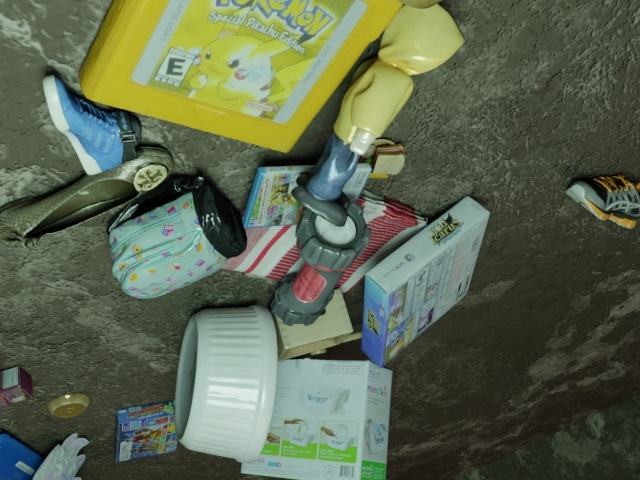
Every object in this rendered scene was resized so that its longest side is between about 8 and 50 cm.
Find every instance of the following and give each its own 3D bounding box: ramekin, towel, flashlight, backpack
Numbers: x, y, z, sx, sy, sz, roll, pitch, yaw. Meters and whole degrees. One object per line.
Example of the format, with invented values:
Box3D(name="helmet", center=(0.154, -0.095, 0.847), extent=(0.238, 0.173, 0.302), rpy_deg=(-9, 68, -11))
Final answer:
Box3D(name="ramekin", center=(-0.170, 0.239, 1.221), extent=(0.127, 0.272, 0.273), rpy_deg=(8, 138, -17))
Box3D(name="towel", center=(0.000, 0.000, 1.168), extent=(0.329, 0.037, 0.237), rpy_deg=(16, 133, -42))
Box3D(name="flashlight", center=(-0.014, 0.047, 1.097), extent=(0.103, 0.103, 0.304), rpy_deg=(-46, 173, -32))
Box3D(name="backpack", center=(-0.206, 0.003, 0.991), extent=(0.182, 0.115, 0.152), rpy_deg=(-22, 149, 6))

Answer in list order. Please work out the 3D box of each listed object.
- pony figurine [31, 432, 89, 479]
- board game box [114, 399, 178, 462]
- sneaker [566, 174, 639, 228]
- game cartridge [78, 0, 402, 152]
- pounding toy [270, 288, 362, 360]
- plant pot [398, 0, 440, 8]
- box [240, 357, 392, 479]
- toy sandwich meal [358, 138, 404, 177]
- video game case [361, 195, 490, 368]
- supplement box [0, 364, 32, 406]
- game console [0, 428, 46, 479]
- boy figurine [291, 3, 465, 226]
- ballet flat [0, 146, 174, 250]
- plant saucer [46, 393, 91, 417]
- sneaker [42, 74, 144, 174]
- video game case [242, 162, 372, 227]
Box3D(name="pony figurine", center=(-0.531, 0.621, 1.430), extent=(0.351, 0.364, 0.302), rpy_deg=(-49, 156, -48))
Box3D(name="board game box", center=(-0.376, 0.417, 1.548), extent=(0.136, 0.035, 0.201), rpy_deg=(-5, 143, -23))
Box3D(name="sneaker", center=(0.530, -0.085, 1.304), extent=(0.215, 0.084, 0.083), rpy_deg=(9, 123, -41))
Box3D(name="game cartridge", center=(-0.066, -0.248, 0.772), extent=(0.285, 0.052, 0.323), rpy_deg=(10, 136, -38))
Box3D(name="pounding toy", center=(-0.005, 0.157, 1.342), extent=(0.181, 0.094, 0.206), rpy_deg=(-13, 164, -14))
Box3D(name="plant pot", center=(0.128, -0.335, 0.600), extent=(0.237, 0.237, 0.254), rpy_deg=(9, 140, -37))
Box3D(name="box", center=(-0.008, 0.354, 1.399), extent=(0.262, 0.231, 0.127), rpy_deg=(-5, 158, 29))
Box3D(name="toy sandwich meal", center=(0.084, -0.116, 1.054), extent=(0.086, 0.029, 0.085), rpy_deg=(-14, 146, -10))
Box3D(name="video game case", center=(0.180, 0.079, 1.273), extent=(0.244, 0.061, 0.269), rpy_deg=(-37, 151, -23))
Box3D(name="supplement box", center=(-0.547, 0.255, 1.223), extent=(0.083, 0.043, 0.055), rpy_deg=(-16, 146, -5))
Box3D(name="game console", center=(-0.728, 0.483, 1.462), extent=(0.250, 0.173, 0.293), rpy_deg=(-45, 153, -20))
Box3D(name="boy figurine", center=(0.068, -0.163, 0.883), extent=(0.092, 0.177, 0.285), rpy_deg=(32, 108, -7))
Box3D(name="ballet flat", center=(-0.302, -0.049, 0.916), extent=(0.250, 0.058, 0.084), rpy_deg=(-22, 147, 1))
Box3D(name="plant saucer", center=(-0.486, 0.323, 1.376), extent=(0.083, 0.015, 0.083), rpy_deg=(-14, 146, -10))
Box3D(name="sneaker", center=(-0.253, -0.139, 0.817), extent=(0.085, 0.058, 0.152), rpy_deg=(-18, 145, -4))
Box3D(name="video game case", center=(-0.020, -0.064, 1.016), extent=(0.166, 0.015, 0.119), rpy_deg=(-5, 145, -23))
